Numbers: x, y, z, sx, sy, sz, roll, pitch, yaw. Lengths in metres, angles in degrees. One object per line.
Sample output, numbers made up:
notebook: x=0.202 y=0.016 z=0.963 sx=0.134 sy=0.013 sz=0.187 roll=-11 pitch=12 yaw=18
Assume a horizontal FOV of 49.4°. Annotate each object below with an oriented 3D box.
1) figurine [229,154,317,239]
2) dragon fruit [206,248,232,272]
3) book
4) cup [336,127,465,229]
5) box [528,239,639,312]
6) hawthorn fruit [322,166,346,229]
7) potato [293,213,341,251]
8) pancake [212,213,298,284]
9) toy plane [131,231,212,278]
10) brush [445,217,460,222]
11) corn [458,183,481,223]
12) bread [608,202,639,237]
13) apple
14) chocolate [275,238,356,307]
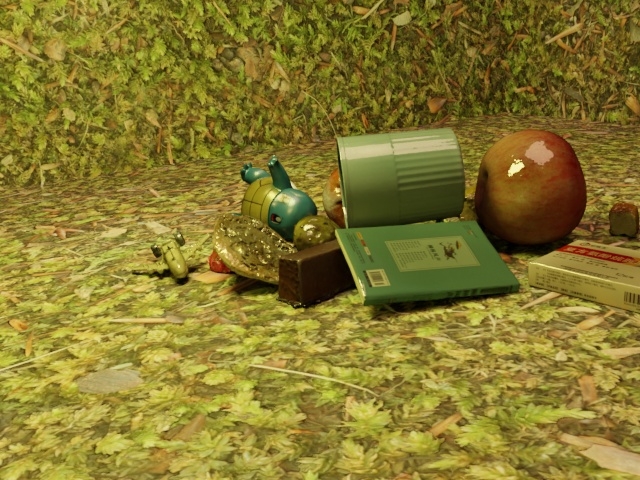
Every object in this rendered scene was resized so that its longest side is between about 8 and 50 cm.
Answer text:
figurine: x=-0.160 y=-0.091 z=2.108 sx=0.243 sy=0.298 sz=0.416 roll=26 pitch=-2 yaw=-14
dragon fruit: x=-0.244 y=0.017 z=1.929 sx=0.153 sy=0.111 sz=0.153 roll=-2 pitch=14 yaw=1
book: x=0.245 y=0.043 z=1.634 sx=0.379 sy=0.031 sz=0.264 roll=-3 pitch=38 yaw=-13
cup: x=0.214 y=-0.131 z=1.863 sx=0.311 sy=0.331 sz=0.257 roll=-7 pitch=10 yaw=0
box: x=0.672 y=0.080 z=1.541 sx=0.214 sy=0.069 sz=0.353 roll=-18 pitch=23 yaw=-37
hawthorn fruit: x=0.142 y=-0.136 z=2.112 sx=0.263 sy=0.231 sz=0.235 roll=-24 pitch=36 yaw=-36
potato: x=0.000 y=0.000 z=1.856 sx=0.113 sy=0.149 sz=0.251 roll=-42 pitch=-6 yaw=9
pancake: x=-0.157 y=0.024 z=1.800 sx=0.282 sy=0.049 sz=0.282 roll=24 pitch=25 yaw=-12
toy plane: x=-0.406 y=0.044 z=1.922 sx=0.242 sy=0.104 sz=0.256 roll=-24 pitch=14 yaw=-11
brush: x=0.478 y=-0.096 z=2.203 sx=0.090 sy=0.017 sz=0.314 roll=37 pitch=35 yaw=24
corn: x=0.537 y=-0.131 z=2.151 sx=0.131 sy=0.131 sz=0.344 roll=11 pitch=21 yaw=42
bread: x=0.836 y=-0.057 z=1.904 sx=0.076 sy=0.083 sz=0.070 roll=5 pitch=28 yaw=39
apple: x=0.550 y=-0.138 z=1.875 sx=0.269 sy=0.345 sz=0.345 roll=-13 pitch=16 yaw=7
chocolate: x=0.031 y=0.060 z=1.705 sx=0.321 sy=0.112 sz=0.112 roll=-19 pitch=20 yaw=-38
